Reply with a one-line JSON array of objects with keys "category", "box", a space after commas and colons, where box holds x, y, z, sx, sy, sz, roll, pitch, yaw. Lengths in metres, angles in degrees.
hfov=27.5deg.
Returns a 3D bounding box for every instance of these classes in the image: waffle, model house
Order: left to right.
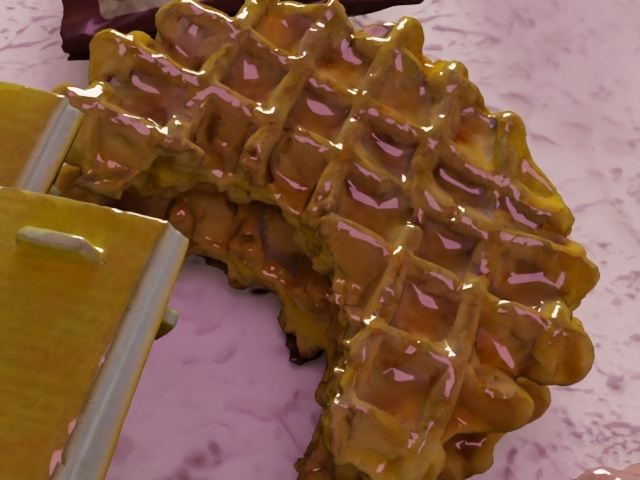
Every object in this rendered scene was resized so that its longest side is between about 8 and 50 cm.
[{"category": "model house", "box": [-0.150, 0.073, 0.620, 0.340, 0.324, 0.300, 44, 55, -37]}, {"category": "waffle", "box": [0.000, 0.000, 0.767, 0.261, 0.151, 0.324, -37, 76, -30]}]

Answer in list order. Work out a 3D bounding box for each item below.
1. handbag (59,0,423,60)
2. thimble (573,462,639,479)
[{"category": "handbag", "box": [-0.064, -0.216, 0.889, 0.235, 0.127, 0.213, -10, 56, -3]}, {"category": "thimble", "box": [0.136, 0.195, 0.656, 0.163, 0.189, 0.125, -9, 64, -17]}]
